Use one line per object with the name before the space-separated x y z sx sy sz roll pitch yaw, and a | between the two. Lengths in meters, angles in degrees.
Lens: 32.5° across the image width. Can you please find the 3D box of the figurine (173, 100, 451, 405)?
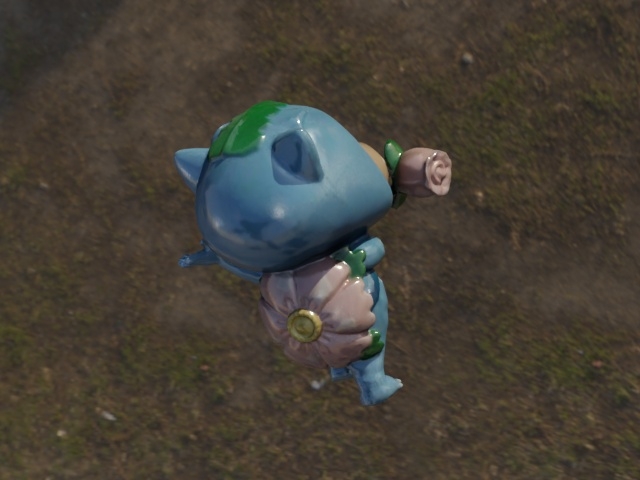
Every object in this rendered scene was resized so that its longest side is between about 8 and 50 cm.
figurine | 0.005 -0.002 0.635 0.114 0.144 0.178 -2 114 52
